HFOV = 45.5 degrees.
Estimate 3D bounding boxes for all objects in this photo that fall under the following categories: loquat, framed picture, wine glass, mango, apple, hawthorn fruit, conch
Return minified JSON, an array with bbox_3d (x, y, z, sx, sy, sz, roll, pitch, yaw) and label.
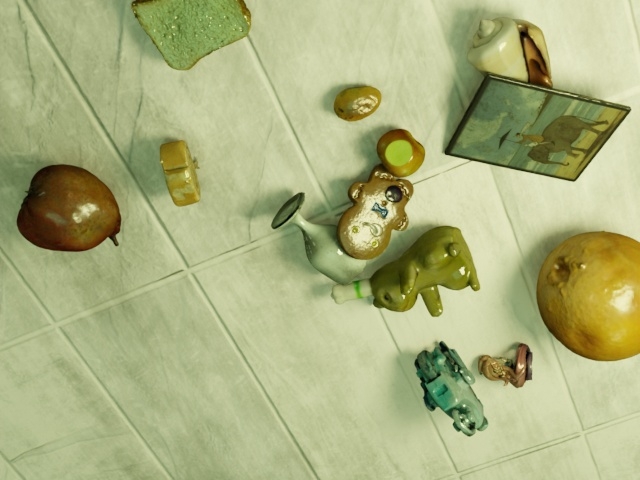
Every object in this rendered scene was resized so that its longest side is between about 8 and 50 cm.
[{"bbox_3d":[0.694,0.135,1.872,0.328,0.328,0.328,-1,119,-2],"label":"loquat"},{"bbox_3d":[0.492,-0.251,1.758,0.347,0.016,0.265,12,143,-9],"label":"framed picture"},{"bbox_3d":[0.000,0.000,1.873,0.126,0.126,0.241,-40,111,18],"label":"wine glass"},{"bbox_3d":[0.085,-0.315,1.742,0.114,0.057,0.079,-22,114,0],"label":"mango"},{"bbox_3d":[0.188,-0.206,1.783,0.102,0.099,0.114,-34,86,8],"label":"apple"},{"bbox_3d":[-0.570,-0.059,1.780,0.248,0.208,0.208,30,114,-33],"label":"hawthorn fruit"},{"bbox_3d":[0.416,-0.409,1.687,0.158,0.127,0.255,-34,140,13],"label":"conch"}]

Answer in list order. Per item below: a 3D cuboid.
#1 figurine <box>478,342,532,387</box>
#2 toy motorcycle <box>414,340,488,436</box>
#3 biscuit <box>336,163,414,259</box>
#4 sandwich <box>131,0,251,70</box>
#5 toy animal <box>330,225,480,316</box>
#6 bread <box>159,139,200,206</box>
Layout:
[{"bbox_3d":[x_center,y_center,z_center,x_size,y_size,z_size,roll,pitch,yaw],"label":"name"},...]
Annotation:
[{"bbox_3d":[0.518,0.355,2.102,0.157,0.126,0.114,-19,75,6],"label":"figurine"},{"bbox_3d":[0.357,0.404,2.051,0.154,0.260,0.206,-39,155,18],"label":"toy motorcycle"},{"bbox_3d":[0.131,-0.063,1.835,0.180,0.039,0.236,31,85,-21],"label":"biscuit"},{"bbox_3d":[-0.270,-0.480,1.626,0.214,0.065,0.186,-25,117,11],"label":"sandwich"},{"bbox_3d":[0.219,0.111,1.908,0.363,0.180,0.181,-37,133,15],"label":"toy animal"},{"bbox_3d":[-0.321,-0.154,1.773,0.073,0.122,0.149,-13,120,1],"label":"bread"}]
